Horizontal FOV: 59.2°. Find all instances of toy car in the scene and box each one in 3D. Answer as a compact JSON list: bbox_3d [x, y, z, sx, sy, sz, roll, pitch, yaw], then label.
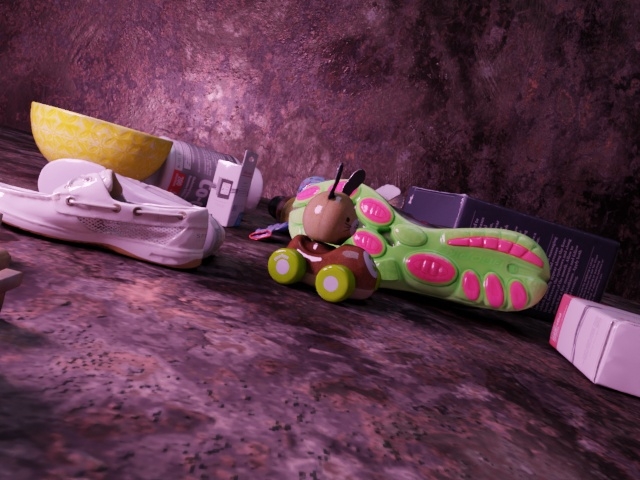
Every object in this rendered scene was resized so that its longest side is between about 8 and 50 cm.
[{"bbox_3d":[0.029,-0.018,0.831,0.149,0.188,0.155,18,6,22],"label":"toy car"}]

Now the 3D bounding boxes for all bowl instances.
[{"bbox_3d":[-0.480,-0.181,1.214,0.290,0.156,0.289,16,5,-1],"label":"bowl"}]

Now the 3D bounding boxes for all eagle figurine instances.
[{"bbox_3d":[0.157,-0.053,1.620,0.225,0.226,0.298,42,12,27],"label":"eagle figurine"}]

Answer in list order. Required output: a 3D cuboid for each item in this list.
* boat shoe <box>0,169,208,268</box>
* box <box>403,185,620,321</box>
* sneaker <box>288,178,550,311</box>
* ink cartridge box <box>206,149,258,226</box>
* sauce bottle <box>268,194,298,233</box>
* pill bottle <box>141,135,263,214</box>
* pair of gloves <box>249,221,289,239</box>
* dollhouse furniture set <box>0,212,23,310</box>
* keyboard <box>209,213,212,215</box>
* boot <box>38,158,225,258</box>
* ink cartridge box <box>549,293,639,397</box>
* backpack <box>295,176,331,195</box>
[{"bbox_3d":[-0.276,-0.043,0.703,0.277,0.096,0.098,14,6,-12],"label":"boat shoe"},{"bbox_3d":[0.407,0.031,1.308,0.396,0.211,0.293,15,6,-14],"label":"box"},{"bbox_3d":[0.158,0.030,1.037,0.483,0.185,0.202,21,-11,17],"label":"sneaker"},{"bbox_3d":[-0.207,-0.126,1.311,0.060,0.180,0.104,17,5,8],"label":"ink cartridge box"},{"bbox_3d":[-0.049,-0.062,1.489,0.111,0.111,0.344,13,6,-25],"label":"sauce bottle"},{"bbox_3d":[-0.300,-0.156,1.451,0.283,0.161,0.161,11,7,-40],"label":"pill bottle"},{"bbox_3d":[-0.056,-0.031,1.242,0.198,0.023,0.159,-11,7,14],"label":"pair of gloves"},{"bbox_3d":[-0.326,-0.070,0.432,0.303,0.173,0.355,16,6,-6],"label":"dollhouse furniture set"},{"bbox_3d":[-0.295,-0.043,1.070,0.100,0.038,0.192,-10,-11,39],"label":"keyboard"},{"bbox_3d":[-0.264,-0.038,0.819,0.258,0.095,0.123,24,-1,-2],"label":"boot"},{"bbox_3d":[0.437,0.152,0.792,0.159,0.092,0.218,16,4,7],"label":"ink cartridge box"},{"bbox_3d":[-0.008,-0.107,1.724,0.158,0.173,0.117,17,5,0],"label":"backpack"}]
